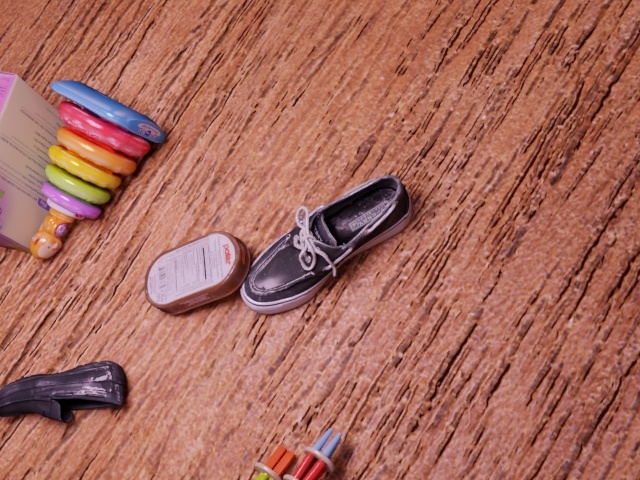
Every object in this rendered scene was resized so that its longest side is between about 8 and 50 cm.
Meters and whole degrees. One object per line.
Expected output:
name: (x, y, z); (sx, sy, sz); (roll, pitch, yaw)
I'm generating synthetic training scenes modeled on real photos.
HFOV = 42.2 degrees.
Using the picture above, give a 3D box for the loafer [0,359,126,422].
loafer: (-0.415, 0.250, 1.309); (0.223, 0.076, 0.078); (-13, 61, 6)

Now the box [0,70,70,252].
box: (-0.539, -0.130, 1.395); (0.117, 0.213, 0.243); (10, 75, 17)

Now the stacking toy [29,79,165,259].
stacking toy: (-0.409, -0.100, 1.400); (0.165, 0.175, 0.302); (29, 92, 20)

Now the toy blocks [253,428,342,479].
toy blocks: (-0.041, 0.327, 1.187); (0.123, 0.054, 0.148); (2, 44, 51)

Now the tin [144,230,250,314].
tin: (-0.200, 0.051, 1.320); (0.189, 0.040, 0.106); (-21, 63, 21)

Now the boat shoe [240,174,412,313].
boat shoe: (0.002, 0.003, 1.269); (0.306, 0.105, 0.113); (-28, 67, 4)
